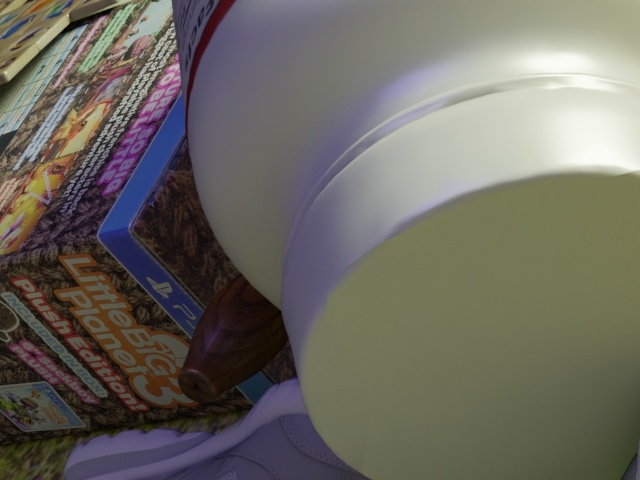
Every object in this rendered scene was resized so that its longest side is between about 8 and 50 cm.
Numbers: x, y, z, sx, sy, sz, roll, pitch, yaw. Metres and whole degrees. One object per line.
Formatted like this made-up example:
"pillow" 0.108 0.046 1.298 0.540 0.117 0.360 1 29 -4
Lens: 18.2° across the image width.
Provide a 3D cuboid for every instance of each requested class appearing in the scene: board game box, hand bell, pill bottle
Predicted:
"board game box" -0.113 -0.020 1.177 0.291 0.141 0.232 -12 39 43
"hand bell" 0.000 0.000 0.975 0.126 0.126 0.242 -14 26 41
"pill bottle" 0.052 -0.101 0.837 0.229 0.229 0.408 -31 42 19

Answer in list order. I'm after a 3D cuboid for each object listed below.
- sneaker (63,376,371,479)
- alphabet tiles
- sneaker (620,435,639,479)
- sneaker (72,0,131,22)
"sneaker" -0.022 0.142 0.904 0.281 0.105 0.115 -20 48 46
"alphabet tiles" -0.186 -0.143 1.298 0.198 0.009 0.237 -17 23 34
"sneaker" 0.144 0.171 0.639 0.108 0.100 0.271 116 160 -43
"sneaker" -0.120 -0.207 1.482 0.099 0.121 0.262 -11 40 42
